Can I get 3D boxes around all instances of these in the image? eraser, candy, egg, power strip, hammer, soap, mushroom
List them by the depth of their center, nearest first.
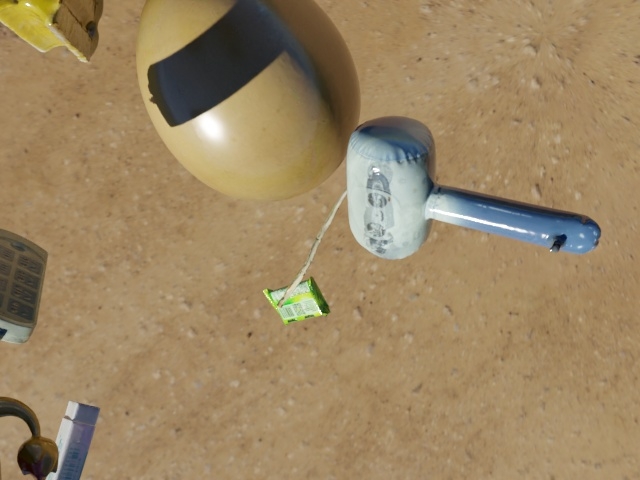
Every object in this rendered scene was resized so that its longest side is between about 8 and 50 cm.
[{"bbox_3d":[0.111,-0.025,0.657,0.194,0.069,0.116,15,135,20],"label":"hammer"},{"bbox_3d":[-0.359,0.044,1.006,0.080,0.227,0.029,26,108,-23],"label":"power strip"},{"bbox_3d":[-0.106,-0.228,1.271,0.301,0.301,0.374,-32,120,19],"label":"egg"},{"bbox_3d":[-0.428,-0.445,1.418,0.143,0.281,0.259,8,87,-1],"label":"soap"},{"bbox_3d":[0.000,-0.002,1.502,0.026,0.028,0.286,32,105,-7],"label":"mushroom"},{"bbox_3d":[-0.472,0.415,1.632,0.052,0.095,0.225,19,76,-22],"label":"eraser"},{"bbox_3d":[-0.054,0.140,2.016,0.178,0.032,0.102,-19,100,47],"label":"candy"}]

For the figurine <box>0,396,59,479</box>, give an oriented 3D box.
[{"bbox_3d":[-0.285,0.220,0.773,0.122,0.121,0.176,-27,75,-23],"label":"figurine"}]
